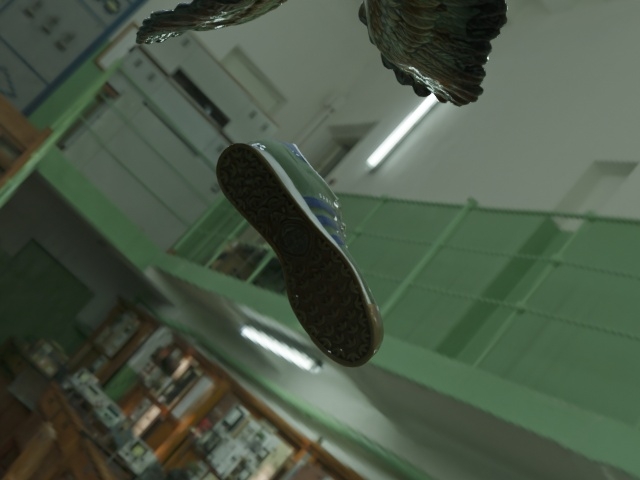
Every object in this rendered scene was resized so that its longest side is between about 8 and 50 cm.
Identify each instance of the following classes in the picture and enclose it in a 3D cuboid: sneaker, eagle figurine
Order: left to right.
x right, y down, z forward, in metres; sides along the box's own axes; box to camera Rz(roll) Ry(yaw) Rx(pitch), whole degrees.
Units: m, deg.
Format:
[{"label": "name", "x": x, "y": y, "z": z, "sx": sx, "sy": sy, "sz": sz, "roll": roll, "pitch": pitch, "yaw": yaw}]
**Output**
[{"label": "sneaker", "x": 0.000, "y": 0.000, "z": 0.742, "sx": 0.192, "sy": 0.064, "sz": 0.086, "roll": 57, "pitch": 29, "yaw": 1}, {"label": "eagle figurine", "x": 0.024, "y": -0.199, "z": 0.630, "sx": 0.226, "sy": 0.225, "sz": 0.298, "roll": 40, "pitch": -45, "yaw": 16}]
